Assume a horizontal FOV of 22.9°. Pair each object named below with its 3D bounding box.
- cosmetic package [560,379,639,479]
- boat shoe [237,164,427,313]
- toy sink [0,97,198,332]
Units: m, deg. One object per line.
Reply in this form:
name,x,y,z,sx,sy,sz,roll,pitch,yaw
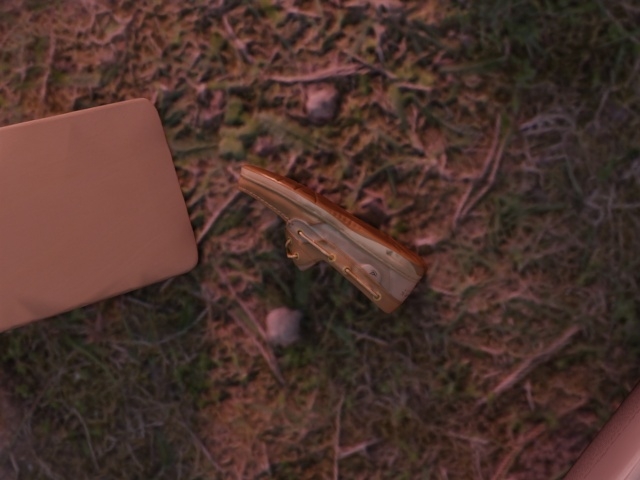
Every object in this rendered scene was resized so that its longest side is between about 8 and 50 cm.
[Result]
cosmetic package,0.276,0.296,1.044,0.329,0.393,0.327,37,105,9
boat shoe,0.000,0.000,1.255,0.170,0.063,0.059,32,98,9
toy sink,-0.240,-0.014,1.272,0.131,0.234,0.153,-12,95,46
